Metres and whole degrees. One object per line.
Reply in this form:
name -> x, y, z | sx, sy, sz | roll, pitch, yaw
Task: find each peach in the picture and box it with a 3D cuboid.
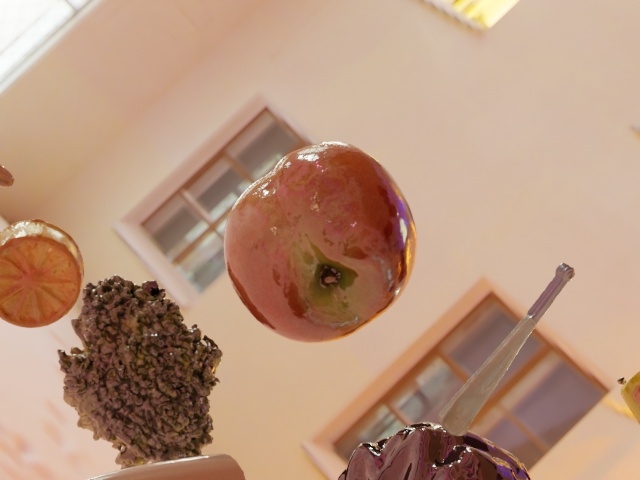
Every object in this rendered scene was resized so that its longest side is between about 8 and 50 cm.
peach -> 0.000, 0.000, 1.664 | 0.252, 0.252, 0.252 | 46, -4, 4

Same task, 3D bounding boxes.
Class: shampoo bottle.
shampoo bottle -> -0.187, 0.262, 1.187 | 0.257, 0.127, 0.078 | -12, 41, -41

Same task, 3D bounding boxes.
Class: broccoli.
broccoli -> -0.278, 0.213, 1.937 | 0.248, 0.288, 0.245 | 13, -32, -17

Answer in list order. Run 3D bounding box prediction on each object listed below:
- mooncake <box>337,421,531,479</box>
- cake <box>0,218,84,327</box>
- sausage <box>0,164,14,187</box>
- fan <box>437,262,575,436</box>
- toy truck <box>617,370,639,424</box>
mooncake -> 0.098, 0.324, 1.337 | 0.141, 0.283, 0.283 | 28, 6, -30
cake -> -0.229, 0.027, 1.040 | 0.084, 0.084, 0.044 | 48, 1, -23
sausage -> -0.369, -0.094, 1.348 | 0.132, 0.024, 0.024 | 41, 0, -35
fan -> 0.175, 0.101, 1.221 | 0.038, 0.193, 0.016 | 34, 4, -37
toy truck -> 0.545, 0.175, 1.805 | 0.157, 0.272, 0.124 | 34, 21, -54
